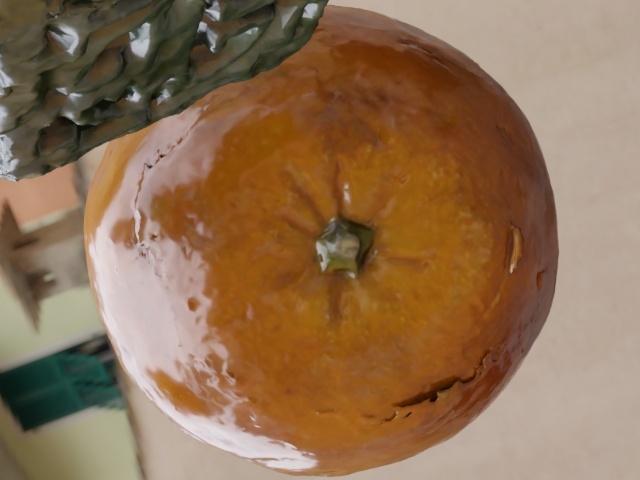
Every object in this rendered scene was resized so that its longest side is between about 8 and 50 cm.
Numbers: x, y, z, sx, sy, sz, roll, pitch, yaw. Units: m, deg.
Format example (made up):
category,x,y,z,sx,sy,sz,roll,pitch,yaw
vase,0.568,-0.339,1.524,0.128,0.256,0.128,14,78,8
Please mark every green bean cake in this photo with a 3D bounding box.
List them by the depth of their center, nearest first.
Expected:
category,x,y,z,sx,sy,sz,roll,pitch,yaw
green bean cake,-0.075,-0.109,0.564,0.094,0.183,0.185,61,162,9

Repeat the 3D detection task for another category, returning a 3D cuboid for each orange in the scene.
category,x,y,z,sx,sy,sz,roll,pitch,yaw
orange,0.000,0.000,0.878,0.226,0.284,0.284,150,100,-83
